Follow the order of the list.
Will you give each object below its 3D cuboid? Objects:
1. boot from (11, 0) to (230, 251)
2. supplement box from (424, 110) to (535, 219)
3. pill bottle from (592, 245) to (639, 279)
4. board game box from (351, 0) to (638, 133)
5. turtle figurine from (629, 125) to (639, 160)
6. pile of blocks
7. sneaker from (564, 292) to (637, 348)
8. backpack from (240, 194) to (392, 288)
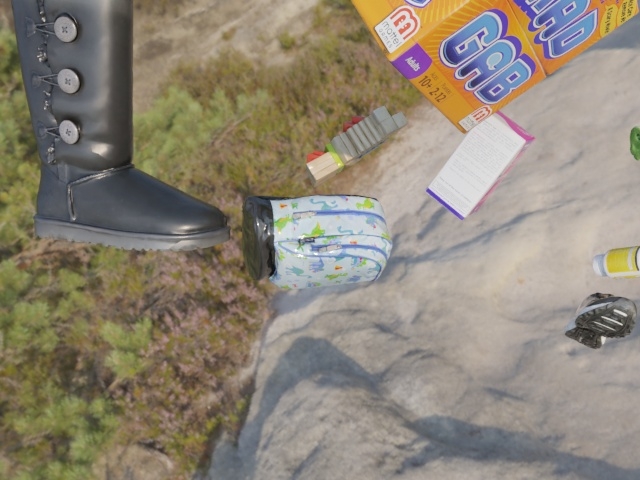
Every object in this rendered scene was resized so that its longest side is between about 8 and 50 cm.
[{"bbox_3d":[-0.331,-0.216,1.111,0.367,0.445,0.146,4,11,8],"label":"boot"},{"bbox_3d":[0.350,-0.167,1.438,0.111,0.114,0.220,-21,-32,-58],"label":"supplement box"},{"bbox_3d":[0.620,0.046,1.336,0.065,0.065,0.116,-50,19,-27],"label":"pill bottle"},{"bbox_3d":[0.246,-0.462,1.080,0.356,0.356,0.356,-35,66,20],"label":"board game box"},{"bbox_3d":[0.728,-0.183,1.222,0.266,0.274,0.197,-24,63,-14],"label":"turtle figurine"},{"bbox_3d":[0.094,-0.308,2.034,0.362,0.112,0.149,-32,-4,14],"label":"pile of blocks"},{"bbox_3d":[0.590,0.150,1.379,0.100,0.271,0.108,24,77,10],"label":"sneaker"},{"bbox_3d":[0.000,0.000,1.651,0.356,0.290,0.273,-16,65,-19],"label":"backpack"}]
